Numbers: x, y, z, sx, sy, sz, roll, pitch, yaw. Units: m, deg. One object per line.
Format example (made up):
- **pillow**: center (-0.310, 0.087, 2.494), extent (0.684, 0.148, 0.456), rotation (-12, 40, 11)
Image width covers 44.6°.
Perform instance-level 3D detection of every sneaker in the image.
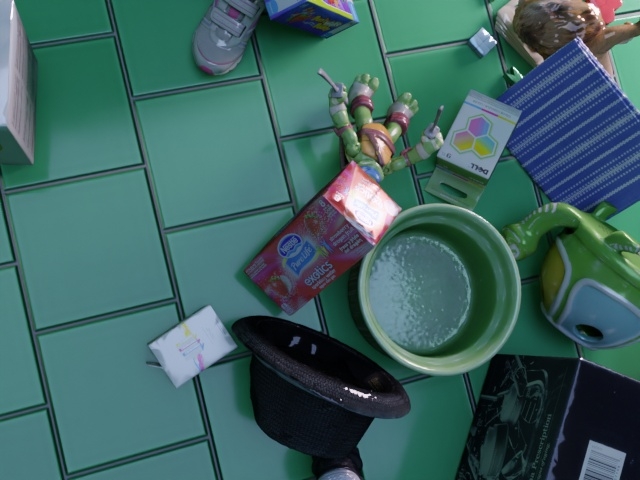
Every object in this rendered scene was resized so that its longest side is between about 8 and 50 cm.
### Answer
- **sneaker**: center (-0.158, -0.424, 1.431), extent (0.103, 0.111, 0.252), rotation (25, 79, -9)
- **sneaker**: center (0.046, 0.460, 1.377), extent (0.101, 0.153, 0.269), rotation (-10, 121, 1)

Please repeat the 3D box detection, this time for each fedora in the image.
- **fedora**: center (-0.022, 0.253, 1.291), extent (0.334, 0.334, 0.152), rotation (22, 96, -10)

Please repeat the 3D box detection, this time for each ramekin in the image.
- **ramekin**: center (0.196, 0.093, 1.432), extent (0.303, 0.148, 0.303), rotation (2, 83, -13)

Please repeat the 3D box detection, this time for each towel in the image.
- **towel**: center (0.507, -0.196, 1.525), extent (0.336, 0.243, 0.040), rotation (50, 34, -3)

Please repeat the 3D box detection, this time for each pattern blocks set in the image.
- **pattern blocks set**: center (0.464, -0.460, 1.625), extent (0.285, 0.026, 0.325), rotation (35, 77, -7)

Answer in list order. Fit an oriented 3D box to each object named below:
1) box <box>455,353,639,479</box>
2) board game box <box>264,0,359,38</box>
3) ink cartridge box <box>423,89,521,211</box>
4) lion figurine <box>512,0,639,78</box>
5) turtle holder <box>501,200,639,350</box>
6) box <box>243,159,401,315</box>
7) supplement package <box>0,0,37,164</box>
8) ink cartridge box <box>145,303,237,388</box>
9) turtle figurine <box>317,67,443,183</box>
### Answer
- **box**: center (0.394, 0.388, 1.358), extent (0.179, 0.312, 0.343), rotation (22, 78, -9)
- **board game box**: center (-0.059, -0.557, 1.412), extent (0.078, 0.233, 0.347), rotation (-19, 88, 25)
- **ink cartridge box**: center (0.292, -0.173, 1.508), extent (0.109, 0.062, 0.209), rotation (27, 81, 12)
- **lion figurine**: center (0.530, -0.312, 1.551), extent (0.240, 0.142, 0.392), rotation (-15, 99, -3)
- **turtle holder**: center (0.512, 0.069, 1.460), extent (0.320, 0.243, 0.227), rotation (23, 116, -27)
- **box**: center (0.000, 0.000, 1.331), extent (0.122, 0.257, 0.128), rotation (44, 42, -5)
- **supplement package**: center (-0.571, -0.244, 1.235), extent (0.199, 0.262, 0.198), rotation (1, 83, -12)
- **ink cartridge box**: center (-0.230, 0.186, 1.350), extent (0.143, 0.092, 0.090), rotation (-34, 92, -13)
- **turtle figurine**: center (0.118, -0.226, 1.381), extent (0.197, 0.266, 0.275), rotation (-3, 124, 9)
